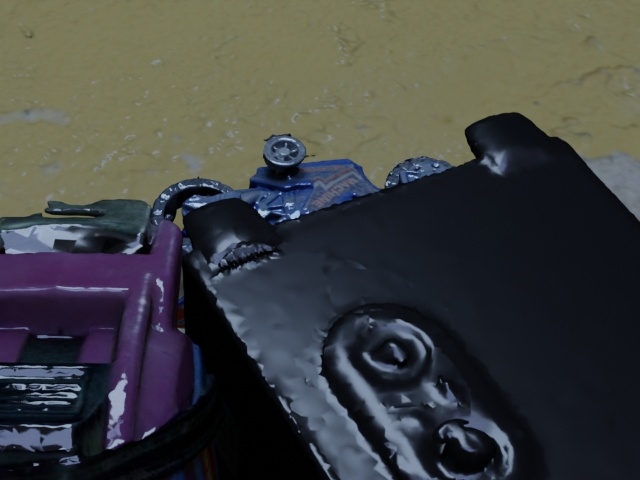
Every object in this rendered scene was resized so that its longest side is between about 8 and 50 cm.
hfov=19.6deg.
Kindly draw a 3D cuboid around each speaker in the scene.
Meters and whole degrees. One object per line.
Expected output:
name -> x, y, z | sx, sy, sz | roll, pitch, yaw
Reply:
speaker -> 0.075, 0.092, 0.936 | 0.232, 0.184, 0.254 | -17, 48, -21

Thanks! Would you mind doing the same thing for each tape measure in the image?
tape measure -> -0.119, 0.130, 0.848 | 0.149, 0.231, 0.245 | 1, 26, 0

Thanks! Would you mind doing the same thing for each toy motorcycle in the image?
toy motorcycle -> 0.000, 0.000, 1.116 | 0.205, 0.076, 0.114 | -7, 51, -11
